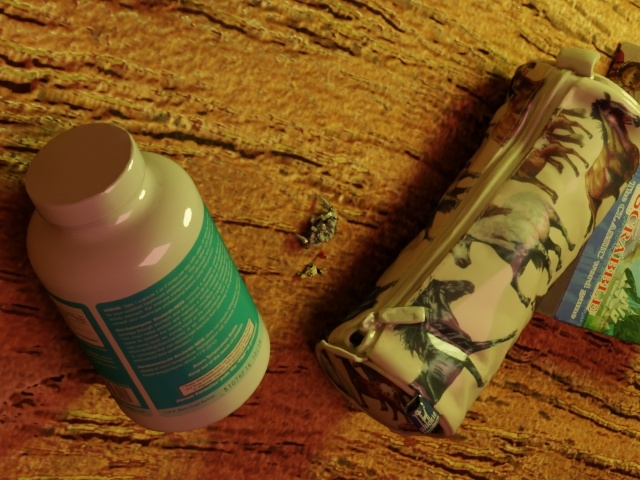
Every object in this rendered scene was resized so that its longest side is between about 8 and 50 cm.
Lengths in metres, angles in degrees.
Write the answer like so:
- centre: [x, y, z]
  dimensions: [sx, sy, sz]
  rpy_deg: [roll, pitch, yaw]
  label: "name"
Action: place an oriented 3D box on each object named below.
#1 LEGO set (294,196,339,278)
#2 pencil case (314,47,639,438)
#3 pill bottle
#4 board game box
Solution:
- centre: [0.002, 0.000, 1.682]
  dimensions: [0.054, 0.023, 0.083]
  rpy_deg: [-31, 131, -34]
  label: "LEGO set"
- centre: [0.167, 0.003, 1.760]
  dimensions: [0.410, 0.160, 0.183]
  rpy_deg: [-53, 155, -12]
  label: "pencil case"
- centre: [-0.146, 0.028, 1.437]
  dimensions: [0.146, 0.146, 0.264]
  rpy_deg: [-45, 138, -21]
  label: "pill bottle"
- centre: [0.390, -0.037, 2.057]
  dimensions: [0.318, 0.066, 0.318]
  rpy_deg: [16, 98, -51]
  label: "board game box"
